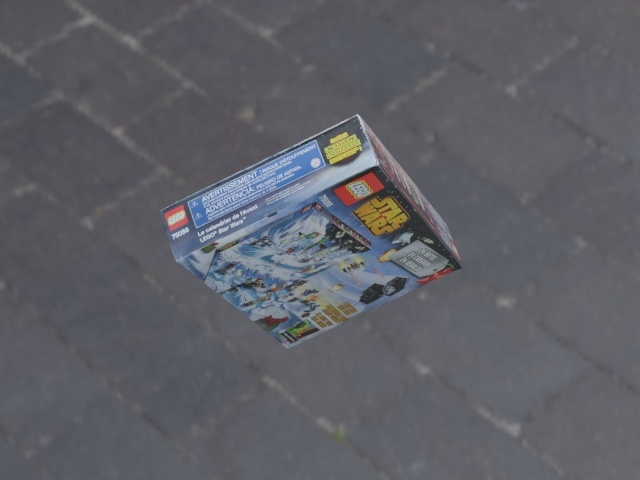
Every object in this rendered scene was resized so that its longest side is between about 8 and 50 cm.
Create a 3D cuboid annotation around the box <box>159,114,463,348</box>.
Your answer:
[{"bbox_3d":[0.000,0.000,0.798,0.094,0.137,0.027,-25,65,10],"label":"box"}]
